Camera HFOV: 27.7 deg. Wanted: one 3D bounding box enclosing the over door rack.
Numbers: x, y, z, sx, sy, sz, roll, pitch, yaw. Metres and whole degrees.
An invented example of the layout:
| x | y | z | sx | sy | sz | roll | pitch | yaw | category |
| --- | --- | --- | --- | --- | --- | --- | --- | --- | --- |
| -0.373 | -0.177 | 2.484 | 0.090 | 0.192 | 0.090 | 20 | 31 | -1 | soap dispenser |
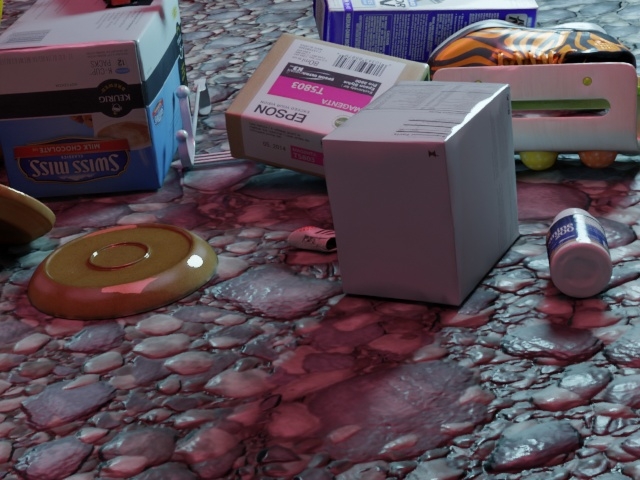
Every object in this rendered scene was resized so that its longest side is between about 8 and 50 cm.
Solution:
| x | y | z | sx | sy | sz | roll | pitch | yaw | category |
| --- | --- | --- | --- | --- | --- | --- | --- | --- | --- |
| -0.096 | -0.216 | 2.019 | 0.240 | 0.108 | 0.324 | -6 | 23 | 2 | over door rack |

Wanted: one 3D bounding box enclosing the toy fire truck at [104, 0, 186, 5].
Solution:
| x | y | z | sx | sy | sz | roll | pitch | yaw | category |
| --- | --- | --- | --- | --- | --- | --- | --- | --- | --- |
| -0.270 | -0.399 | 1.993 | 0.135 | 0.047 | 0.192 | -12 | 23 | -16 | toy fire truck |

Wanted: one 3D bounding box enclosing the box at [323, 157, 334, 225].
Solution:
| x | y | z | sx | sy | sz | roll | pitch | yaw | category |
| --- | --- | --- | --- | --- | --- | --- | --- | --- | --- |
| 0.063 | -0.079 | 1.660 | 0.102 | 0.101 | 0.087 | -5 | 24 | 9 | box |

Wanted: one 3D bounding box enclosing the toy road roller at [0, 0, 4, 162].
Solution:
| x | y | z | sx | sy | sz | roll | pitch | yaw | category |
| --- | --- | --- | --- | --- | --- | --- | --- | --- | --- |
| -0.577 | -0.241 | 1.991 | 0.203 | 0.329 | 0.240 | 1 | -12 | 16 | toy road roller |

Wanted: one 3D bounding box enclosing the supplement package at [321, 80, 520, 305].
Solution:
| x | y | z | sx | sy | sz | roll | pitch | yaw | category |
| --- | --- | --- | --- | --- | --- | --- | --- | --- | --- |
| 0.121 | -0.059 | 1.478 | 0.149 | 0.194 | 0.203 | 5 | 25 | 28 | supplement package |

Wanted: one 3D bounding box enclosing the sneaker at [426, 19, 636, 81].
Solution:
| x | y | z | sx | sy | sz | roll | pitch | yaw | category |
| --- | --- | --- | --- | --- | --- | --- | --- | --- | --- |
| 0.332 | -0.269 | 1.988 | 0.321 | 0.124 | 0.180 | -11 | 22 | -9 | sneaker |

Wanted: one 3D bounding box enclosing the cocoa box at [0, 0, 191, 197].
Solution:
| x | y | z | sx | sy | sz | roll | pitch | yaw | category |
| --- | --- | --- | --- | --- | --- | --- | --- | --- | --- |
| -0.339 | -0.231 | 1.969 | 0.232 | 0.227 | 0.347 | -4 | 24 | 4 | cocoa box |

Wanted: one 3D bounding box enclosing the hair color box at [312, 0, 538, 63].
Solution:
| x | y | z | sx | sy | sz | roll | pitch | yaw | category |
| --- | --- | --- | --- | --- | --- | --- | --- | --- | --- |
| 0.167 | -0.376 | 2.127 | 0.339 | 0.110 | 0.185 | -1 | 36 | -8 | hair color box |

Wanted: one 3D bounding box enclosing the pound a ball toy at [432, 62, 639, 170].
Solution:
| x | y | z | sx | sy | sz | roll | pitch | yaw | category |
| --- | --- | --- | --- | --- | --- | --- | --- | --- | --- |
| 0.331 | -0.160 | 1.775 | 0.319 | 0.135 | 0.208 | 2 | -1 | 20 | pound a ball toy |

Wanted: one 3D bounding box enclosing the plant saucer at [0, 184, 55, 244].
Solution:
| x | y | z | sx | sy | sz | roll | pitch | yaw | category |
| --- | --- | --- | --- | --- | --- | --- | --- | --- | --- |
| -0.444 | -0.037 | 1.672 | 0.200 | 0.037 | 0.200 | 10 | -17 | 3 | plant saucer |

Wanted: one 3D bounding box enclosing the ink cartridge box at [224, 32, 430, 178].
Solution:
| x | y | z | sx | sy | sz | roll | pitch | yaw | category |
| --- | --- | --- | --- | --- | --- | --- | --- | --- | --- |
| 0.013 | -0.182 | 1.812 | 0.235 | 0.088 | 0.193 | 15 | 49 | 19 | ink cartridge box |

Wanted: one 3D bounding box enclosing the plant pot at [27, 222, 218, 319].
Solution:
| x | y | z | sx | sy | sz | roll | pitch | yaw | category |
| --- | --- | --- | --- | --- | --- | --- | --- | --- | --- |
| -0.244 | 0.029 | 1.590 | 0.236 | 0.032 | 0.236 | -7 | 24 | 3 | plant pot |

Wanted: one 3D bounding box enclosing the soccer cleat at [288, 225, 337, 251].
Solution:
| x | y | z | sx | sy | sz | roll | pitch | yaw | category |
| --- | --- | --- | --- | --- | --- | --- | --- | --- | --- |
| 0.000 | 0.000 | 1.589 | 0.083 | 0.029 | 0.035 | 2 | 20 | 10 | soccer cleat |

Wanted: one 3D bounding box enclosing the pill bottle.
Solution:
| x | y | z | sx | sy | sz | roll | pitch | yaw | category |
| --- | --- | --- | --- | --- | --- | --- | --- | --- | --- |
| 0.283 | 0.009 | 1.431 | 0.067 | 0.067 | 0.120 | -4 | 23 | 8 | pill bottle |
